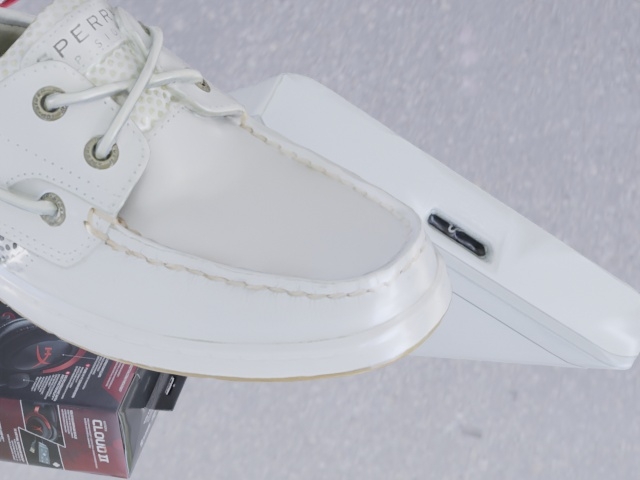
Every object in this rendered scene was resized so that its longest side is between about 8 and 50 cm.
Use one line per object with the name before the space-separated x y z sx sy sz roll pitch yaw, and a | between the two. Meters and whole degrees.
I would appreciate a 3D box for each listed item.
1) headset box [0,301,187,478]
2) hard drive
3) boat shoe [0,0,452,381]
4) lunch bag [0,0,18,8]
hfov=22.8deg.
headset box | -0.299 0.148 1.819 0.293 0.218 0.110 6 129 11
hard drive | 0.000 0.000 0.920 0.233 0.047 0.353 31 167 -19
boat shoe | -0.085 -0.036 0.541 0.277 0.098 0.096 18 127 21
lunch bag | -0.256 -0.341 1.217 0.258 0.120 0.293 -33 133 -4
